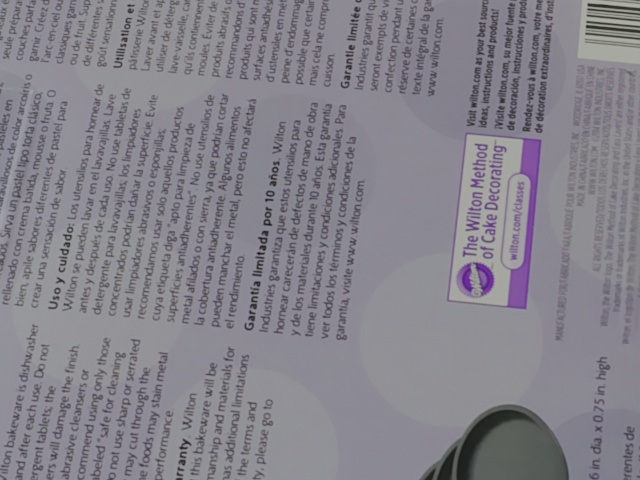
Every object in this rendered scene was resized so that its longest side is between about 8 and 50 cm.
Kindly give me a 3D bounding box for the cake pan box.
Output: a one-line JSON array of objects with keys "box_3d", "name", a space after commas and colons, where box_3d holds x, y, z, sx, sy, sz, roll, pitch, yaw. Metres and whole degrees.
[{"box_3d": [0.000, 0.000, 0.495, 0.245, 0.070, 0.267, 5, 68, 4], "name": "cake pan box"}]
